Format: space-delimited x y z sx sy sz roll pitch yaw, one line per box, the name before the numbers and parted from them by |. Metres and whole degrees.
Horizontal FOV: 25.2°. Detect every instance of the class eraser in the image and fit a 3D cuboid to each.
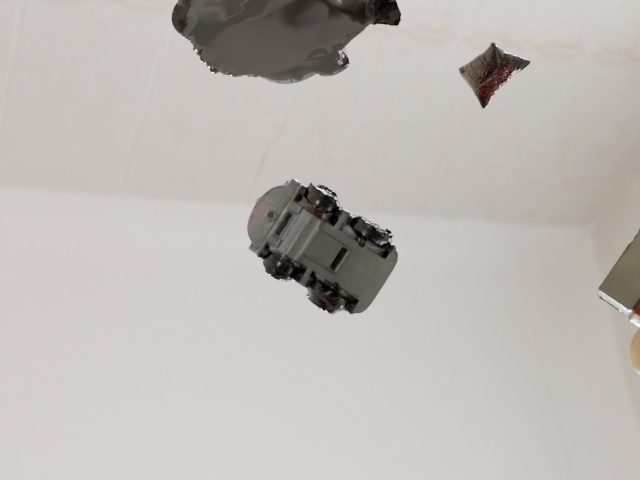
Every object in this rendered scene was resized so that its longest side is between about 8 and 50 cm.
eraser | 0.496 0.073 1.870 0.230 0.038 0.157 35 -104 11

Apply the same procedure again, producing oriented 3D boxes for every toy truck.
toy truck | 0.000 0.000 1.043 0.111 0.076 0.077 34 -172 0

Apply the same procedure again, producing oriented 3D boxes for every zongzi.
zongzi | 0.211 -0.219 1.767 0.083 0.073 0.067 -31 -124 12

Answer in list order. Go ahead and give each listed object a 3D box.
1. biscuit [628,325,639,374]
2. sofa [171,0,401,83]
biscuit | 0.273 0.048 0.893 0.030 0.249 0.160 40 -87 34
sofa | -0.064 -0.300 1.501 0.258 0.182 0.200 20 -131 -49
